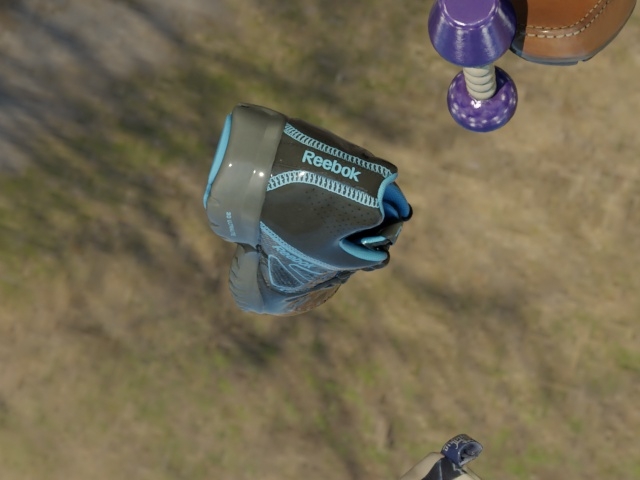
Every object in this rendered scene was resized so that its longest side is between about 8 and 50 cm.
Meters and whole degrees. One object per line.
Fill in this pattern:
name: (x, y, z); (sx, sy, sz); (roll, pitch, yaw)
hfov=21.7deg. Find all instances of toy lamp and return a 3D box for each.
toy lamp: (0.139, -0.169, 1.506); (0.080, 0.080, 0.274); (15, 169, 9)

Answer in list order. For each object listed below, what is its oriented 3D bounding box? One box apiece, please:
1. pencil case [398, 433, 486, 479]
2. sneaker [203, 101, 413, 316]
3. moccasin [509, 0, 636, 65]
pencil case: (-0.012, 0.319, 1.240); (0.160, 0.410, 0.183); (53, 168, 16)
sneaker: (0.000, 0.000, 1.355); (0.140, 0.125, 0.341); (15, 168, 10)
moccasin: (0.261, -0.317, 1.558); (0.139, 0.380, 0.147); (19, 149, 23)
